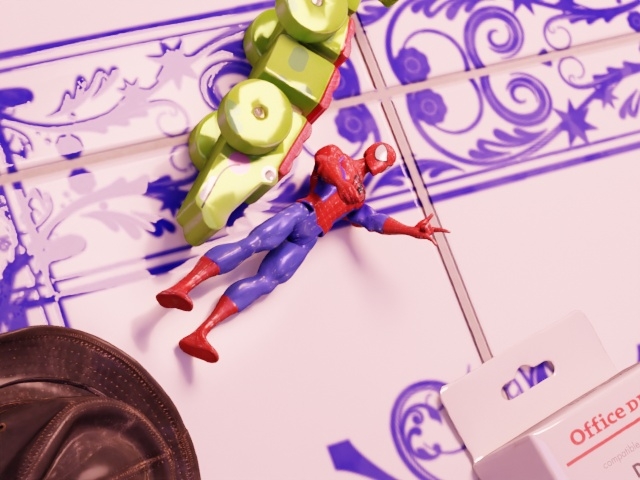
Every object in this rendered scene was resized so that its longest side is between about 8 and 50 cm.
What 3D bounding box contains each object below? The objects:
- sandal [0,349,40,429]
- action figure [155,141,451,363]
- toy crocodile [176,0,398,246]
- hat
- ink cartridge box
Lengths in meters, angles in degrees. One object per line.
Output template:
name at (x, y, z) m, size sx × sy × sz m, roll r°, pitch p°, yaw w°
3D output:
sandal at (-0.353, 0.133, 1.476) m, size 0.254 × 0.054 × 0.097 m, roll 4°, pitch 76°, yaw -33°
action figure at (0.000, 0.000, 1.627) m, size 0.280 × 0.139 × 0.091 m, roll -45°, pitch 127°, yaw -32°
toy crocodile at (-0.033, -0.136, 1.674) m, size 0.105 × 0.115 × 0.341 m, roll 32°, pitch 61°, yaw -11°
hat at (-0.210, 0.211, 1.433) m, size 0.331 × 0.134 × 0.331 m, roll 8°, pitch 75°, yaw -31°
ink cartridge box at (0.288, 0.236, 1.671) m, size 0.207 × 0.119 × 0.353 m, roll -28°, pitch 84°, yaw -29°
